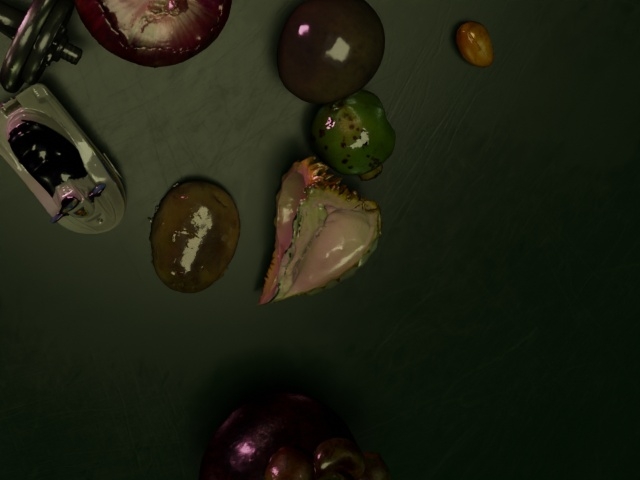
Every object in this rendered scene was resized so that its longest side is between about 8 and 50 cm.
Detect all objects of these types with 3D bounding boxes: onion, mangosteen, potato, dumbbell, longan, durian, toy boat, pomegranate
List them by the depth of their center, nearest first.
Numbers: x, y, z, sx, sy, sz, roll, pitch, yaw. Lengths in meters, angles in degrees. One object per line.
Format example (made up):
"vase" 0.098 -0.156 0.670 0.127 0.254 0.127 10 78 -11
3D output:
"dumbbell" -0.492 -0.341 1.418 0.290 0.192 0.192 27 100 -16
"onion" -0.260 -0.385 1.462 0.248 0.161 0.248 -10 113 -25
"longan" 0.015 -0.308 1.530 0.167 0.167 0.187 30 107 -17
"toy boat" -0.420 -0.116 1.531 0.141 0.141 0.269 -33 105 1
"pomegranate" 0.054 -0.163 1.600 0.143 0.122 0.169 -2 121 19
"potato" -0.218 -0.002 1.629 0.164 0.081 0.200 13 102 -12
"durian" 0.012 -0.008 1.629 0.195 0.185 0.305 3 128 -17
"mangosteen" -0.045 0.422 1.646 0.307 0.347 0.307 3 86 -42

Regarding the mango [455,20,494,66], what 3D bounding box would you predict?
"mango" 0.267 -0.334 1.627 0.060 0.046 0.089 -41 113 3
